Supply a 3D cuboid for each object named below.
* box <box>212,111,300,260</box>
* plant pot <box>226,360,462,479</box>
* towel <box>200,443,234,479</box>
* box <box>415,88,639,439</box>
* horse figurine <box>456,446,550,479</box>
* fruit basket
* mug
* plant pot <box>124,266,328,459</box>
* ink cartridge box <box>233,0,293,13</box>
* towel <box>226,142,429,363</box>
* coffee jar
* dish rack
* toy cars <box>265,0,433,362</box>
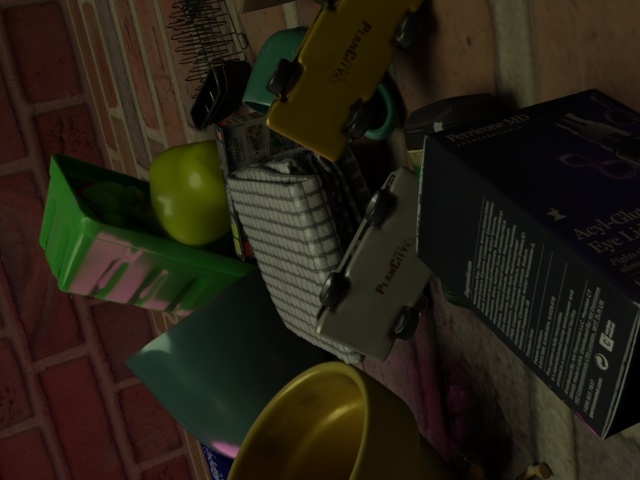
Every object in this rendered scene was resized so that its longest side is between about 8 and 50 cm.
[{"bbox_3d":[-0.081,-0.082,1.159,0.036,0.114,0.206,40,142,54],"label":"box"},{"bbox_3d":[0.053,0.305,0.924,0.239,0.254,0.254,36,171,-23],"label":"plant pot"},{"bbox_3d":[-0.129,0.279,1.438,0.076,0.228,0.308,-50,58,44],"label":"towel"},{"bbox_3d":[0.180,0.001,0.528,0.207,0.153,0.108,48,148,45],"label":"box"},{"bbox_3d":[0.216,0.337,0.839,0.263,0.066,0.174,61,151,19],"label":"horse figurine"},{"bbox_3d":[-0.269,-0.060,1.425,0.283,0.392,0.392,48,149,45],"label":"fruit basket"},{"bbox_3d":[0.003,-0.170,0.886,0.129,0.158,0.097,-158,87,-74],"label":"mug"},{"bbox_3d":[-0.123,0.202,1.282,0.235,0.293,0.293,56,158,0],"label":"plant pot"},{"bbox_3d":[-0.087,-0.420,0.934,0.234,0.088,0.193,66,160,14],"label":"ink cartridge box"},{"bbox_3d":[0.000,0.000,0.997,0.284,0.121,0.235,11,123,68],"label":"towel"},{"bbox_3d":[0.134,-0.036,0.712,0.096,0.079,0.184,-169,62,-70],"label":"coffee jar"},{"bbox_3d":[-0.191,-0.333,1.285,0.271,0.074,0.208,70,158,5],"label":"dish rack"},{"bbox_3d":[0.043,-0.078,0.798,0.087,0.177,0.393,-125,22,-76],"label":"toy cars"}]
